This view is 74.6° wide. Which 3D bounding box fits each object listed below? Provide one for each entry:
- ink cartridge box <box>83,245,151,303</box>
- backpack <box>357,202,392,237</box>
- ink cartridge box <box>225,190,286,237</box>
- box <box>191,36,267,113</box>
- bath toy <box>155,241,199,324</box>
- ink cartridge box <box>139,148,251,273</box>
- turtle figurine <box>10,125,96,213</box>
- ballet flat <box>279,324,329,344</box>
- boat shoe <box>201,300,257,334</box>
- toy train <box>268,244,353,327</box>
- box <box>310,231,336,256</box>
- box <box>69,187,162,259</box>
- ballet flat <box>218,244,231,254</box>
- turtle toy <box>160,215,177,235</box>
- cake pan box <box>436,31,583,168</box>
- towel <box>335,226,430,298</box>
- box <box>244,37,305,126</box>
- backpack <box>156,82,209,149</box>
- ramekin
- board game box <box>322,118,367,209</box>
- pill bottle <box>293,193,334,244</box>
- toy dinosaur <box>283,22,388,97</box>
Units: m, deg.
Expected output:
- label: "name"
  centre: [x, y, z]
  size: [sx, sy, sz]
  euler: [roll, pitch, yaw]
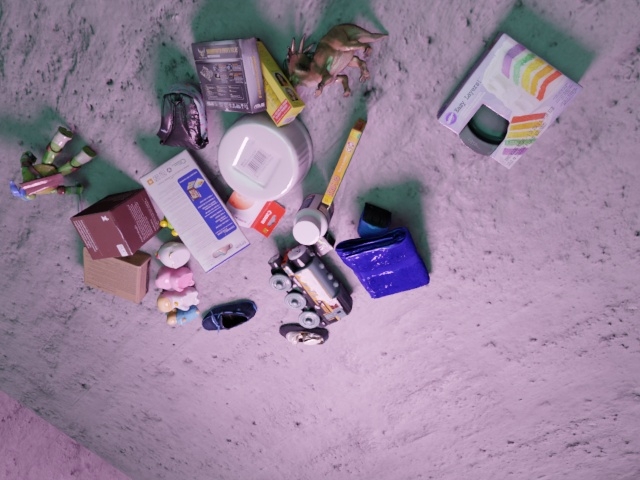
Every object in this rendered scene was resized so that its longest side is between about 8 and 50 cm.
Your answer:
- label: "ink cartridge box"
  centre: [-0.792, 0.117, 1.639]
  size: [0.235, 0.088, 0.193]
  euler: [20, 123, 1]
- label: "backpack"
  centre: [0.166, -0.043, 1.305]
  size: [0.098, 0.120, 0.101]
  euler: [16, 121, 4]
- label: "ink cartridge box"
  centre: [-0.227, -0.095, 1.412]
  size: [0.179, 0.045, 0.145]
  euler: [36, 123, -4]
- label: "box"
  centre: [-0.252, -0.451, 1.152]
  size: [0.231, 0.056, 0.182]
  euler: [18, 126, 40]
- label: "bath toy"
  centre: [-0.556, 0.152, 1.588]
  size: [0.129, 0.152, 0.347]
  euler: [29, 129, 38]
- label: "ink cartridge box"
  centre: [-0.400, -0.093, 1.363]
  size: [0.176, 0.069, 0.370]
  euler: [-34, 93, -4]
- label: "turtle figurine"
  centre: [-0.910, -0.253, 1.455]
  size: [0.266, 0.275, 0.197]
  euler: [-42, 80, 9]
- label: "ballet flat"
  centre: [-0.070, 0.371, 1.622]
  size: [0.204, 0.074, 0.074]
  euler: [2, 119, 12]
- label: "boat shoe"
  centre: [-0.373, 0.302, 1.642]
  size: [0.259, 0.089, 0.109]
  euler: [-27, 109, 25]
- label: "toy train"
  centre: [-0.034, 0.162, 1.457]
  size: [0.190, 0.142, 0.333]
  euler: [-27, 112, 21]
- label: "box"
  centre: [0.000, 0.000, 1.409]
  size: [0.062, 0.052, 0.083]
  euler: [-34, 108, 26]
- label: "box"
  centre: [-0.695, -0.059, 1.452]
  size: [0.167, 0.203, 0.168]
  euler: [-7, 116, 17]
- label: "ballet flat"
  centre: [-0.407, -0.081, 1.434]
  size: [0.316, 0.107, 0.106]
  euler: [42, 106, -12]
- label: "turtle toy"
  centre: [-0.495, -0.058, 1.479]
  size: [0.130, 0.095, 0.066]
  euler: [39, 98, -10]
- label: "cake pan box"
  centre: [0.476, -0.353, 1.093]
  size: [0.246, 0.070, 0.266]
  euler: [34, 121, -4]
- label: "towel"
  centre: [0.205, 0.086, 1.319]
  size: [0.228, 0.076, 0.308]
  euler: [-14, 143, 21]
- label: "box"
  centre: [-0.143, -0.432, 1.148]
  size: [0.087, 0.058, 0.232]
  euler: [-35, 88, 42]
- label: "backpack"
  centre: [-0.411, -0.374, 1.256]
  size: [0.152, 0.115, 0.181]
  euler: [1, 133, -9]
- label: "ramekin"
  centre: [-0.171, -0.251, 1.261]
  size: [0.278, 0.135, 0.276]
  euler: [6, 120, 10]
- label: "board game box"
  centre: [0.066, -0.219, 1.229]
  size: [0.039, 0.124, 0.259]
  euler: [22, 121, 2]
- label: "pill bottle"
  centre: [-0.025, -0.064, 1.304]
  size: [0.108, 0.180, 0.107]
  euler: [6, 119, 11]
- label: "toy dinosaur"
  centre: [0.022, -0.488, 1.101]
  size: [0.296, 0.127, 0.200]
  euler: [-38, 72, 13]
